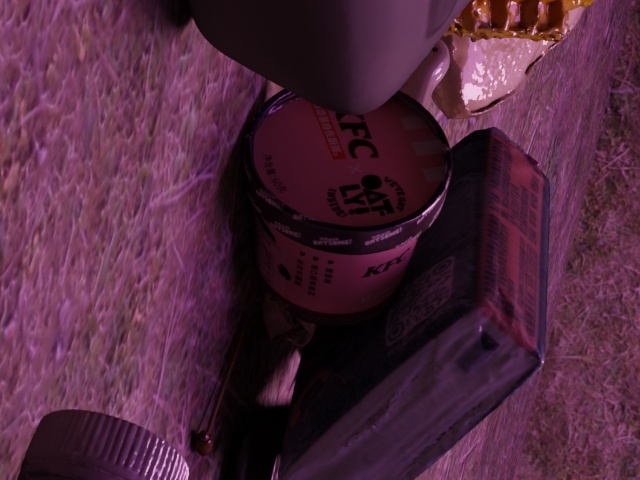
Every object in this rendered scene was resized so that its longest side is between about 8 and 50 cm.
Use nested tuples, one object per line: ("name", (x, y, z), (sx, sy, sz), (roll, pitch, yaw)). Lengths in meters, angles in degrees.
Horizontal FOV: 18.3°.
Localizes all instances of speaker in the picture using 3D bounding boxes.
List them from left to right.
("speaker", (0.072, -0.279, 1.242), (0.406, 0.183, 0.184), (-53, 163, -20))

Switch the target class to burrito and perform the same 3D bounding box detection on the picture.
("burrito", (0.000, 0.000, 1.607), (0.226, 0.060, 0.087), (-63, 160, -49))

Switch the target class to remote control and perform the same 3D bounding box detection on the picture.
("remote control", (0.067, -0.129, 1.744), (0.032, 0.074, 0.122), (73, 33, -59))

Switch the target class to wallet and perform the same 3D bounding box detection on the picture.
("wallet", (-0.021, 0.237, 1.747), (0.377, 0.051, 0.197), (8, 90, -77))

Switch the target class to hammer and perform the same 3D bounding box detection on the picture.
("hammer", (-0.073, 0.108, 1.506), (0.029, 0.014, 0.123), (98, 8, -56))

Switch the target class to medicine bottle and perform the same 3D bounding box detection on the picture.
("medicine bottle", (-0.138, 0.190, 1.043), (0.088, 0.132, 0.188), (80, 25, -57))

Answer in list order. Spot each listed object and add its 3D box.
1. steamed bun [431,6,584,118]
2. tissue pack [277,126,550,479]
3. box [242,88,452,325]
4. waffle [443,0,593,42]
("steamed bun", (0.170, -0.242, 1.971), (0.212, 0.110, 0.231), (-7, 111, -48))
("tissue pack", (0.081, 0.061, 1.607), (0.228, 0.103, 0.315), (-43, -165, 24))
("box", (0.013, -0.023, 1.477), (0.135, 0.151, 0.151), (101, 9, -50))
("waffle", (0.181, -0.301, 1.836), (0.312, 0.060, 0.307), (45, 69, -45))
